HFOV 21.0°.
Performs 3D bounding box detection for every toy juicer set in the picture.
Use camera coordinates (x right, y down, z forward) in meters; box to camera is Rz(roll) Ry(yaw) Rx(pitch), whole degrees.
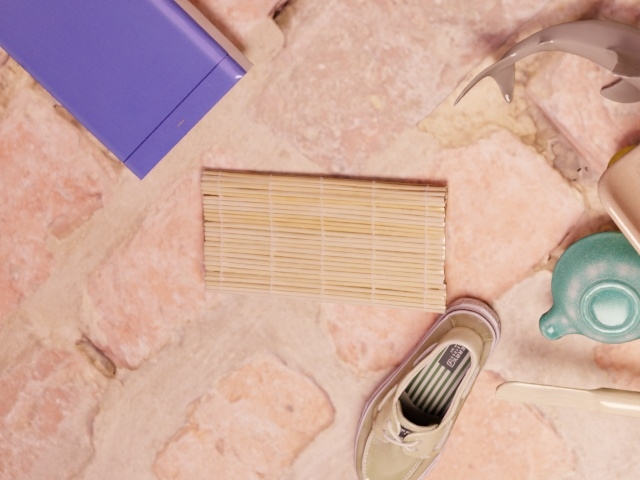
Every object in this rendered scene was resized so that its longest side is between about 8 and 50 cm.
[{"bbox_3d":[0.348,0.071,1.863,0.209,0.089,0.329,24,118,0],"label":"toy juicer set"}]

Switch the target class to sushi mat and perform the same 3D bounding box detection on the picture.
[{"bbox_3d":[0.000,0.000,2.008,0.317,0.019,0.151,4,108,24],"label":"sushi mat"}]

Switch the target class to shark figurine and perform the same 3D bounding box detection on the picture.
[{"bbox_3d":[0.285,-0.178,1.757,0.278,0.116,0.166,14,117,16],"label":"shark figurine"}]

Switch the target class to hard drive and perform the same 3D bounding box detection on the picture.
[{"bbox_3d":[-0.257,-0.243,1.974,0.319,0.040,0.210,44,125,-6],"label":"hard drive"}]

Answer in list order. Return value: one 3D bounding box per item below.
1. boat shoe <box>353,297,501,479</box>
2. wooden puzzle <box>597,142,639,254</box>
[{"bbox_3d":[0.110,0.195,2.019,0.109,0.094,0.302,31,122,9],"label":"boat shoe"},{"bbox_3d":[0.498,-0.036,1.707,0.348,0.080,0.322,-37,95,8],"label":"wooden puzzle"}]
